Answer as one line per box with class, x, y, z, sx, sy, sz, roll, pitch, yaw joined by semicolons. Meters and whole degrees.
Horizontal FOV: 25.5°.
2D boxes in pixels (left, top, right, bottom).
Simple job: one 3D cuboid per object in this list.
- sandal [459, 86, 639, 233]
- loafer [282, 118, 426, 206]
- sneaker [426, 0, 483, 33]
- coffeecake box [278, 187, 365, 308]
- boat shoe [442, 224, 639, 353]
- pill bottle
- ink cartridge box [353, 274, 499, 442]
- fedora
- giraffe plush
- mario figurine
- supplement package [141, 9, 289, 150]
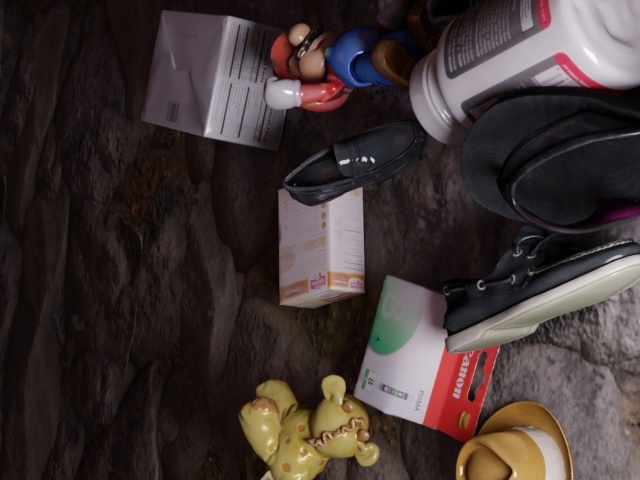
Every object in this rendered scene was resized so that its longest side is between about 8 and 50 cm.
sandal;0.306;-0.077;1.539;0.446;0.107;0.167;3;120;48
loafer;0.048;-0.113;2.038;0.223;0.078;0.076;-25;68;23
sneaker;0.227;-0.360;1.819;0.262;0.125;0.104;-60;39;32
coffeecake box;0.000;0.000;2.157;0.142;0.068;0.185;-19;67;53
boat shoe;0.255;0.041;1.690;0.340;0.127;0.113;-37;62;58
pill bottle;0.250;-0.220;1.705;0.318;0.176;0.176;-24;64;53
ink cartridge box;0.142;0.157;1.901;0.225;0.056;0.181;19;94;60
fedora;0.224;0.285;1.730;0.194;0.079;0.194;-17;69;55
giraffe plush;-0.003;0.272;2.034;0.170;0.181;0.210;-32;23;24
mario figurine;0.025;-0.282;2.071;0.320;0.198;0.170;-4;92;53
supplement package;-0.174;-0.276;2.421;0.262;0.145;0.204;19;99;58
